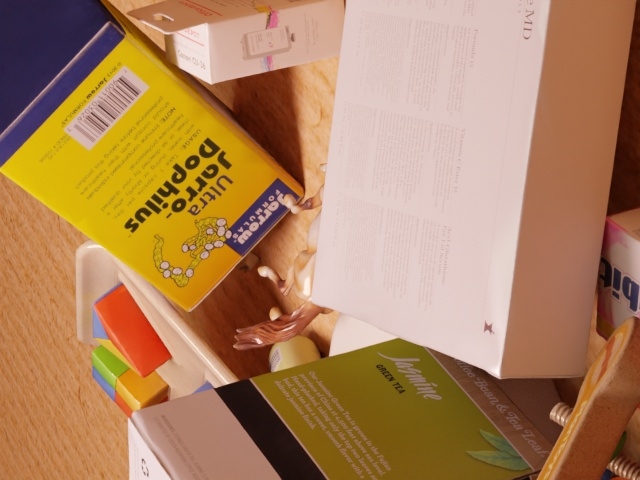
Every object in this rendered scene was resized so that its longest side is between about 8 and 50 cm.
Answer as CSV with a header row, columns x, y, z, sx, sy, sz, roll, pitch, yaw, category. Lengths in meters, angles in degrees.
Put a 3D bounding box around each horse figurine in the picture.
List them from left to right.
x,y,z,sx,sy,sz,roll,pitch,yaw,category
0.000,0.000,2.013,0.174,0.066,0.263,-4,63,63,horse figurine

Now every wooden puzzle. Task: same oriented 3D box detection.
x,y,z,sx,sy,sz,roll,pitch,yaw,category
-0.174,0.184,2.331,0.348,0.080,0.322,43,158,12,wooden puzzle

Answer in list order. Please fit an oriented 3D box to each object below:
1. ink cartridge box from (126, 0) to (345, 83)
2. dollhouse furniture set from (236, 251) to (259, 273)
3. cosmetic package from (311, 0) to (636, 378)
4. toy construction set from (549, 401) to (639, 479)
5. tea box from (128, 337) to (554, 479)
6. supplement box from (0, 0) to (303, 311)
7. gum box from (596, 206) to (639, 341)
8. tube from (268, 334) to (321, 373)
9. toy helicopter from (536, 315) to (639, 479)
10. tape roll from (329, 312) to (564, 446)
x,y,z,sx,sy,sz,roll,pitch,yaw,category
-0.086,-0.213,2.010,0.115,0.198,0.067,31,130,57,ink cartridge box
-0.078,-0.033,2.314,0.114,0.091,0.081,-32,30,42,dollhouse furniture set
0.122,-0.100,1.629,0.284,0.097,0.377,21,106,58,cosmetic package
0.263,0.290,1.586,0.237,0.257,0.309,31,109,33,toy construction set
0.014,0.297,1.748,0.220,0.323,0.329,49,143,46,tea box
-0.220,-0.116,2.135,0.356,0.195,0.194,40,-175,-44,supplement box
0.287,0.055,1.525,0.188,0.062,0.107,42,138,51,gum box
-0.015,0.175,2.133,0.070,0.062,0.240,39,-170,-17,tube
0.166,0.203,1.431,0.140,0.355,0.235,30,160,0,toy helicopter
0.125,0.218,1.943,0.392,0.072,0.392,40,137,51,tape roll
